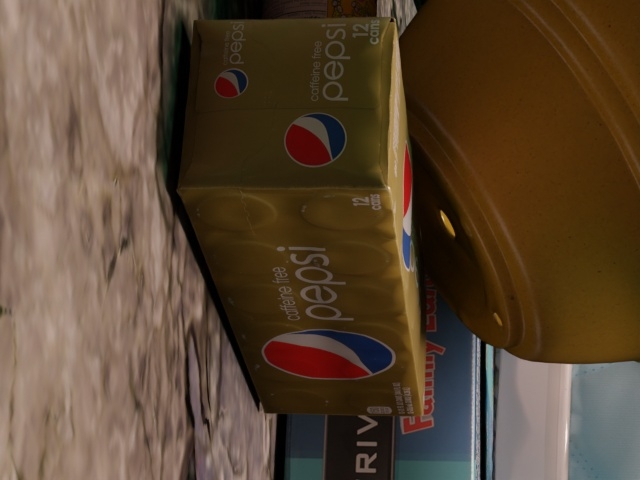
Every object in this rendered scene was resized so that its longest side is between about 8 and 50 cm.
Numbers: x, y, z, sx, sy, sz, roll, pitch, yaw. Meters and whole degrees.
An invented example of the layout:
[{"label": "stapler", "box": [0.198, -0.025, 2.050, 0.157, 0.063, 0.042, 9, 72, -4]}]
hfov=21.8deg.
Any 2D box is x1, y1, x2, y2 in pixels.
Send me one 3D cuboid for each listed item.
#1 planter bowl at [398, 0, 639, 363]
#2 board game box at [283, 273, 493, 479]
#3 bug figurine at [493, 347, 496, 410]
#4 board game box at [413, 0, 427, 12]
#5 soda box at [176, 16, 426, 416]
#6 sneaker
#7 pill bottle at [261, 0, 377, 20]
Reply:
[{"label": "planter bowl", "box": [0.078, -0.024, 0.597, 0.217, 0.090, 0.217, 57, -11, 17]}, {"label": "board game box", "box": [0.043, 0.097, 0.817, 0.336, 0.079, 0.253, 73, 18, -66]}, {"label": "bug figurine", "box": [0.121, 0.158, 1.029, 0.279, 0.072, 0.216, 115, -22, -45]}, {"label": "board game box", "box": [0.063, -0.133, 0.727, 0.136, 0.030, 0.259, 45, -20, 58]}, {"label": "soda box", "box": [0.000, 0.000, 0.541, 0.181, 0.061, 0.058, 77, 15, -62]}, {"label": "sneaker", "box": [0.158, 0.185, 0.806, 0.135, 0.150, 0.365, -10, 99, -82]}, {"label": "pill bottle", "box": [0.000, -0.083, 0.615, 0.043, 0.043, 0.083, 70, 21, -70]}]
